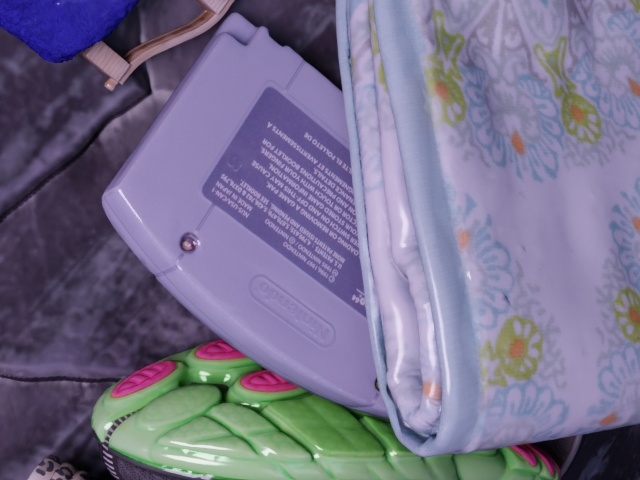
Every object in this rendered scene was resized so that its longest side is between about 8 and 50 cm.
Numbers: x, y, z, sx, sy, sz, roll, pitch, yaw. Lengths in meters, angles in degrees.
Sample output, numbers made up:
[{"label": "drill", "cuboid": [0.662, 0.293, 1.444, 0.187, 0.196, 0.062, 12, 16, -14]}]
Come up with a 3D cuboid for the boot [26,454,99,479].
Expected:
[{"label": "boot", "cuboid": [-0.156, 0.252, 0.691, 0.179, 0.236, 0.085, 29, 59, -1]}]

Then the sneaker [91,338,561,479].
[{"label": "sneaker", "cuboid": [0.024, 0.223, 0.747, 0.483, 0.185, 0.202, 22, 99, -35]}]

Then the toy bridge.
[{"label": "toy bridge", "cuboid": [-0.089, -0.179, 0.590, 0.063, 0.026, 0.188, 38, 87, -40]}]

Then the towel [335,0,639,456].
[{"label": "towel", "cuboid": [0.173, -0.043, 0.654, 0.321, 0.090, 0.374, 0, 79, -31]}]

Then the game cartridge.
[{"label": "game cartridge", "cuboid": [0.000, 0.000, 0.626, 0.294, 0.060, 0.196, 38, 62, -19]}]

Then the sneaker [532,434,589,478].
[{"label": "sneaker", "cuboid": [0.305, 0.180, 0.981, 0.118, 0.083, 0.222, 8, 104, -37]}]

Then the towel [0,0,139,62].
[{"label": "towel", "cuboid": [-0.185, -0.271, 0.462, 0.227, 0.076, 0.308, -47, 129, 1]}]
